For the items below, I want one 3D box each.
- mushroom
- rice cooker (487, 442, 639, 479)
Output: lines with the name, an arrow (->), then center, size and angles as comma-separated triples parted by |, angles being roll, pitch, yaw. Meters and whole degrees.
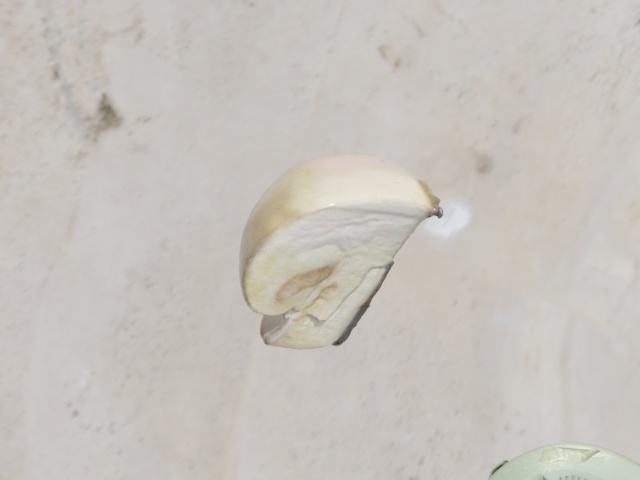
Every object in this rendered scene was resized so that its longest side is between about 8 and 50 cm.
mushroom -> -0.023, -0.013, 1.629 | 0.173, 0.162, 0.236 | 12, 126, -32
rice cooker -> 0.318, 0.386, 1.811 | 0.288, 0.277, 0.288 | -6, 71, 20
